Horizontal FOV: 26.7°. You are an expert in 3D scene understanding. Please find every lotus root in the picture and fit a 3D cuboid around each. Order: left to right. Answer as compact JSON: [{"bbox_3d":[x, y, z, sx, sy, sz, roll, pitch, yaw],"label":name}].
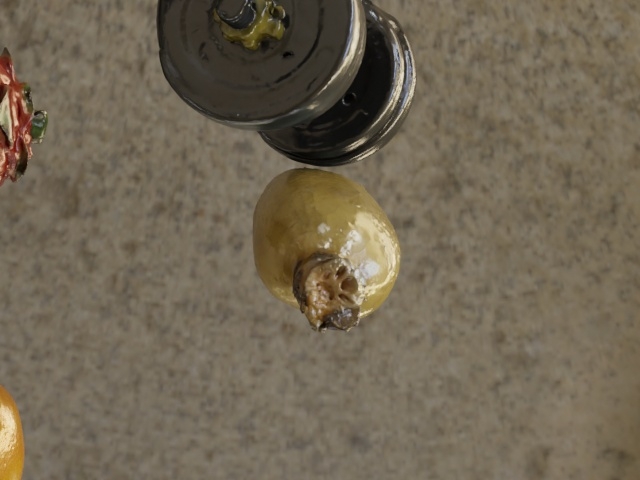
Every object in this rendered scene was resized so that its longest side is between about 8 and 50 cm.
[{"bbox_3d":[0.003,-0.001,1.332,0.146,0.303,0.131,26,100,-12],"label":"lotus root"}]

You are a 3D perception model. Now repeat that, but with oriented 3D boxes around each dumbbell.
[{"bbox_3d":[-0.023,-0.175,1.260,0.185,0.388,0.185,-1,85,14],"label":"dumbbell"}]

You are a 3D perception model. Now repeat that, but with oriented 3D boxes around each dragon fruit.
[{"bbox_3d":[-0.392,-0.118,1.295,0.274,0.193,0.192,5,86,-39],"label":"dragon fruit"}]

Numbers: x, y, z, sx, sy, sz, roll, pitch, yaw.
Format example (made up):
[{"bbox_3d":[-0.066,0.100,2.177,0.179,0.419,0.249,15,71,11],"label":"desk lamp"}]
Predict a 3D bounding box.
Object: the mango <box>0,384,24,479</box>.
[{"bbox_3d":[-0.336,0.206,1.195,0.144,0.112,0.219,-10,126,-37],"label":"mango"}]
